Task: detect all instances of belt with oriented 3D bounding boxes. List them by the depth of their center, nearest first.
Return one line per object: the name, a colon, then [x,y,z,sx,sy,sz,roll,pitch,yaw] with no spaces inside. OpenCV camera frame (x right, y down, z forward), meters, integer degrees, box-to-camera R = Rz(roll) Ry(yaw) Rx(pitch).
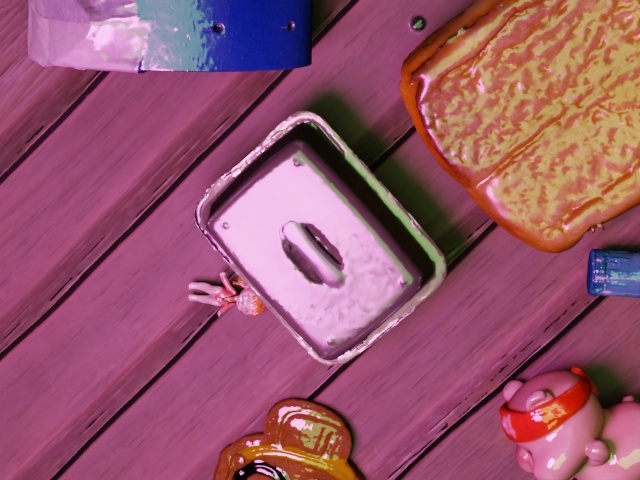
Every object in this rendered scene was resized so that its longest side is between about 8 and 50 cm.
belt: [-0.182,-0.268,1.795,0.347,0.212,0.117,2,105,0]

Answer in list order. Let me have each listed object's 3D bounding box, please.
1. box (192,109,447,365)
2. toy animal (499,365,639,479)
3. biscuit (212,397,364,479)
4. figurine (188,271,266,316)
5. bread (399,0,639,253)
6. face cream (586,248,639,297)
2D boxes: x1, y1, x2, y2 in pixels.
box: [0.000,0.000,1.866,0.220,0.166,0.290,-41,96,13]
toy animal: [0.328,0.247,1.905,0.198,0.171,0.171,21,104,-3]
biscuit: [-0.048,0.355,2.020,0.209,0.041,0.290,15,104,2]
figurine: [-0.121,0.072,1.957,0.109,0.047,0.064,8,111,12]
bread: [0.298,-0.178,1.814,0.337,0.148,0.328,-40,101,10]
face cream: [0.511,0.050,1.880,0.337,0.080,0.163,4,99,3]
